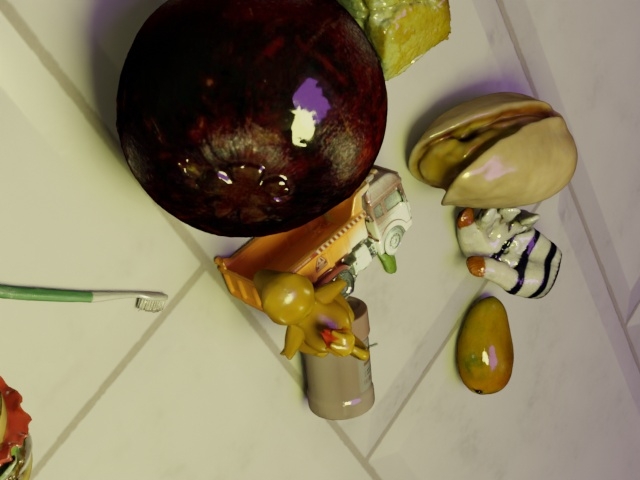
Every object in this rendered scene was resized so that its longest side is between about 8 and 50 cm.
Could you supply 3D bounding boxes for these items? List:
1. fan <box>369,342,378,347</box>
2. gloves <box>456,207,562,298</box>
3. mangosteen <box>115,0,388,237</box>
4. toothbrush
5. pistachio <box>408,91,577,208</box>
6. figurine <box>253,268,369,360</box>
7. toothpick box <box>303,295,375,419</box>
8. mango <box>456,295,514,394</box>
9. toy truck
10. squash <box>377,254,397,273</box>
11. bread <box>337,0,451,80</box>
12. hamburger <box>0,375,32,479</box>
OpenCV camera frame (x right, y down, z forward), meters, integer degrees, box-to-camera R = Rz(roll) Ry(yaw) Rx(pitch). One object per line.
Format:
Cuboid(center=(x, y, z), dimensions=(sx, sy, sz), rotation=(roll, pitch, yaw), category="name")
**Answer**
Cuboid(center=(0.054, 0.162, 1.449), dimensions=(0.080, 0.003, 0.060), rotation=(-44, 130, -28), category="fan")
Cuboid(center=(0.301, 0.005, 1.587), dimensions=(0.219, 0.131, 0.140), rotation=(33, 95, -22), category="gloves")
Cuboid(center=(-0.074, -0.154, 1.028), dimensions=(0.297, 0.297, 0.293), rotation=(18, 59, -47), category="mangosteen")
Cuboid(center=(-0.274, 0.062, 1.070), dimensions=(0.257, 0.018, 0.024), rotation=(9, 101, -48), category="toothbrush")
Cuboid(center=(0.268, -0.130, 1.470), dimensions=(0.299, 0.188, 0.187), rotation=(-14, 112, -36), category="pistachio")
Cuboid(center=(-0.007, 0.094, 1.134), dimensions=(0.121, 0.122, 0.176), rotation=(-52, 138, -2), category="figurine")
Cuboid(center=(0.023, 0.163, 1.348), dimensions=(0.098, 0.098, 0.148), rotation=(-25, 119, -39), category="toothpick box")
Cuboid(center=(0.279, 0.181, 1.630), dimensions=(0.111, 0.090, 0.163), rotation=(-23, 108, -53), category="mango")
Cuboid(center=(0.000, 0.000, 1.272), dimensions=(0.270, 0.114, 0.135), rotation=(-40, 132, -29), category="toy truck")
Cuboid(center=(0.096, 0.018, 1.436), dimensions=(0.027, 0.027, 0.089), rotation=(-53, 135, -21), category="squash")
Cuboid(center=(0.044, -0.323, 1.171), dimensions=(0.124, 0.186, 0.257), rotation=(-40, 121, -26), category="bread")
Cuboid(center=(-0.359, 0.210, 0.930), dimensions=(0.175, 0.175, 0.136), rotation=(-40, 144, -31), category="hamburger")
